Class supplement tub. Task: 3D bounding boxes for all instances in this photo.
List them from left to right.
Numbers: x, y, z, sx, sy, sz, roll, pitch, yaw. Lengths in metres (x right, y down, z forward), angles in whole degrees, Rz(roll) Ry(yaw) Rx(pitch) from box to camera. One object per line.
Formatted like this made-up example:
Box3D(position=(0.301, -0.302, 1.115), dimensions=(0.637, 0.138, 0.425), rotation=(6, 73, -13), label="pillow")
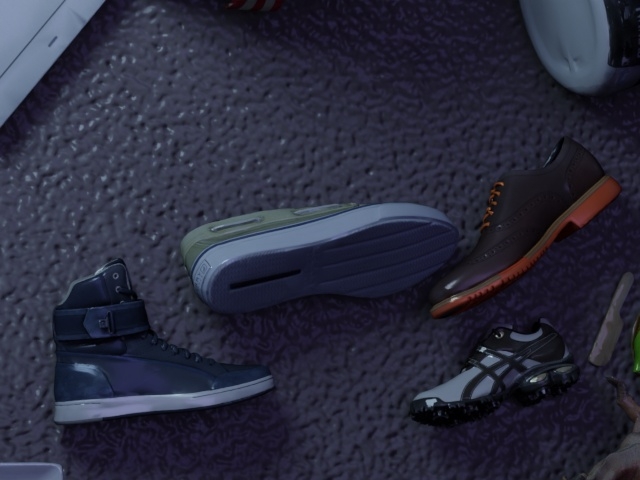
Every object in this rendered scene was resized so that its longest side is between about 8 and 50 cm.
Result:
Box3D(position=(0.404, -0.298, 1.893), dimensions=(0.338, 0.207, 0.207), rotation=(-19, 86, -18), label="supplement tub")

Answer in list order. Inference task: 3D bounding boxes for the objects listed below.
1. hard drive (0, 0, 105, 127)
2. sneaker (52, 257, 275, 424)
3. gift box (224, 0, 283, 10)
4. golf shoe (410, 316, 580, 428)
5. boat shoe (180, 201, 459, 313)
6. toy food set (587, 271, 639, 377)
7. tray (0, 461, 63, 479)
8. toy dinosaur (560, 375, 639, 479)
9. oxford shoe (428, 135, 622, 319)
Box3D(position=(-0.396, -0.305, 1.731), dimensions=(0.353, 0.047, 0.233), rotation=(42, 73, -16), label="hard drive")
Box3D(position=(-0.161, 0.096, 1.742), dimensions=(0.226, 0.086, 0.163), rotation=(-4, 85, -14), label="sneaker")
Box3D(position=(-0.068, -0.382, 1.759), dimensions=(0.276, 0.255, 0.258), rotation=(1, 79, -23), label="gift box")
Box3D(position=(0.176, 0.140, 1.838), dimensions=(0.198, 0.077, 0.094), rotation=(-13, 74, -23), label="golf shoe")
Box3D(position=(0.000, 0.000, 1.794), dimensions=(0.302, 0.109, 0.094), rotation=(-7, 39, -26), label="boat shoe")
Box3D(position=(0.404, 0.121, 1.912), dimensions=(0.192, 0.038, 0.132), rotation=(25, 76, -10), label="toy food set")
Box3D(position=(-0.386, 0.291, 1.675), dimensions=(0.270, 0.030, 0.145), rotation=(1, 75, -14), label="tray")
Box3D(position=(0.360, 0.279, 1.838), dimensions=(0.295, 0.127, 0.200), rotation=(30, 82, -21), label="toy dinosaur")
Box3D(position=(0.201, -0.012, 1.858), dimensions=(0.271, 0.097, 0.098), rotation=(-37, 88, -27), label="oxford shoe")
